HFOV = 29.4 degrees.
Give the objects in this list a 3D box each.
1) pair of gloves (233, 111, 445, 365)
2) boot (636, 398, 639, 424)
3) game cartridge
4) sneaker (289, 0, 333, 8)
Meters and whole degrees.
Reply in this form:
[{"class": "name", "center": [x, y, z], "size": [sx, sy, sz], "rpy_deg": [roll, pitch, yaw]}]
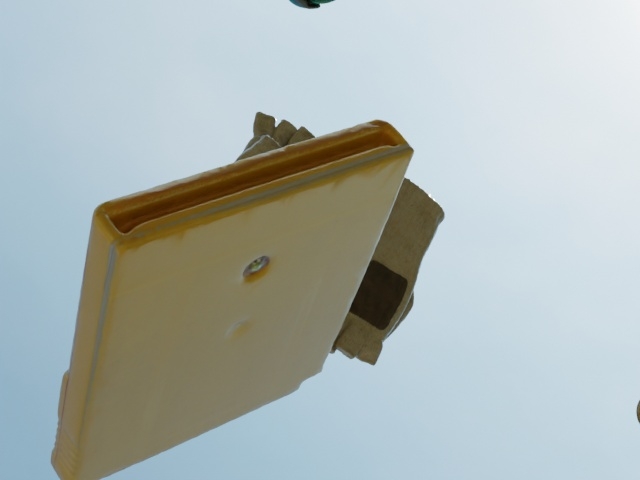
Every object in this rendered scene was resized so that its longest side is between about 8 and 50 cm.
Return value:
[{"class": "pair of gloves", "center": [0.000, 0.000, 1.238], "size": [0.240, 0.042, 0.204], "rpy_deg": [29, -110, -18]}, {"class": "boot", "center": [0.522, 0.230, 1.446], "size": [0.203, 0.262, 0.095], "rpy_deg": [13, -91, -20]}, {"class": "game cartridge", "center": [-0.082, 0.058, 1.035], "size": [0.285, 0.323, 0.052], "rpy_deg": [-20, -122, -34]}, {"class": "sneaker", "center": [-0.010, -0.397, 1.704], "size": [0.178, 0.123, 0.295], "rpy_deg": [35, -158, 27]}]
